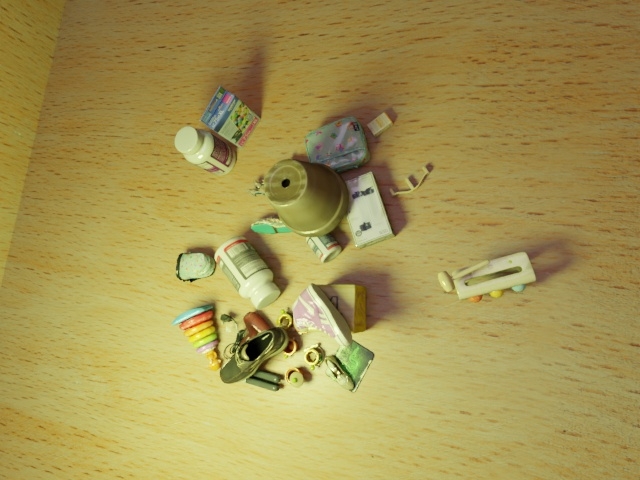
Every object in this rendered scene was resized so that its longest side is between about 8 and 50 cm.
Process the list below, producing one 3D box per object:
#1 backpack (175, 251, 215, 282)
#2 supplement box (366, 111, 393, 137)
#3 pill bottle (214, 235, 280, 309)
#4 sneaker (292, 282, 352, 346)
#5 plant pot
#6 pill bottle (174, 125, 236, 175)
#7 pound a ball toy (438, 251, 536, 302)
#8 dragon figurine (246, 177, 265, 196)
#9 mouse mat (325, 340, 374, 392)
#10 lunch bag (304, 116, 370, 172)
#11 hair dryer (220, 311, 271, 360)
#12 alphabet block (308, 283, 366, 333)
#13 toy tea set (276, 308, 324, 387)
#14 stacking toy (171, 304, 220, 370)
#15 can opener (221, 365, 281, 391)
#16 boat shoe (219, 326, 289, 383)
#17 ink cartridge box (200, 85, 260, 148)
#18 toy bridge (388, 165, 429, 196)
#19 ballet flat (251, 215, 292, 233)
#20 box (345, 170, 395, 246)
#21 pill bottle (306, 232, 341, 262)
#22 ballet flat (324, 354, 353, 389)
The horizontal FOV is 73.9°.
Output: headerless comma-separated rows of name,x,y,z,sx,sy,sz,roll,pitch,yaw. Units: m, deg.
backpack,-0.607,0.124,2.063,0.182,0.115,0.152,-3,77,17
supplement box,0.265,-0.515,1.896,0.098,0.036,0.062,-34,72,11
pill bottle,-0.324,0.149,1.922,0.176,0.176,0.318,-44,70,8
sneaker,-0.002,0.318,1.624,0.161,0.102,0.282,-45,59,12
plant pot,-0.079,-0.192,1.726,0.323,0.280,0.323,-4,79,22
pill bottle,-0.550,-0.430,2.035,0.169,0.301,0.169,-3,80,19
pound a ball toy,0.612,0.148,1.565,0.319,0.208,0.136,-18,75,16
dragon figurine,-0.208,-0.220,1.991,0.289,0.144,0.085,18,85,2
mouse mat,0.122,0.520,1.788,0.152,0.007,0.190,28,92,22
lunch bag,0.080,-0.412,1.907,0.279,0.108,0.224,-16,76,17
hair dryer,-0.320,0.436,1.942,0.293,0.080,0.224,-4,95,25
alphabet block,0.073,0.280,1.750,0.197,0.192,0.194,-2,82,19
toy tea set,-0.097,0.450,1.815,0.200,0.124,0.336,-14,76,17
stacking toy,-0.539,0.461,1.975,0.175,0.166,0.302,-26,84,2
can opener,-0.314,0.604,1.882,0.283,0.095,0.076,6,84,27
boat shoe,-0.303,0.477,1.803,0.355,0.130,0.132,-40,57,7
ink cartridge box,-0.417,-0.572,2.006,0.065,0.311,0.186,35,94,23
toy bridge,0.381,-0.238,1.812,0.188,0.026,0.063,-34,73,12
ballet flat,-0.203,-0.076,1.979,0.240,0.091,0.077,1,51,16
box,0.196,-0.129,1.828,0.169,0.087,0.290,-22,75,16
pill bottle,0.000,0.000,1.867,0.108,0.108,0.180,-41,70,9
ballet flat,0.070,0.554,1.769,0.057,0.052,0.168,-45,70,8
